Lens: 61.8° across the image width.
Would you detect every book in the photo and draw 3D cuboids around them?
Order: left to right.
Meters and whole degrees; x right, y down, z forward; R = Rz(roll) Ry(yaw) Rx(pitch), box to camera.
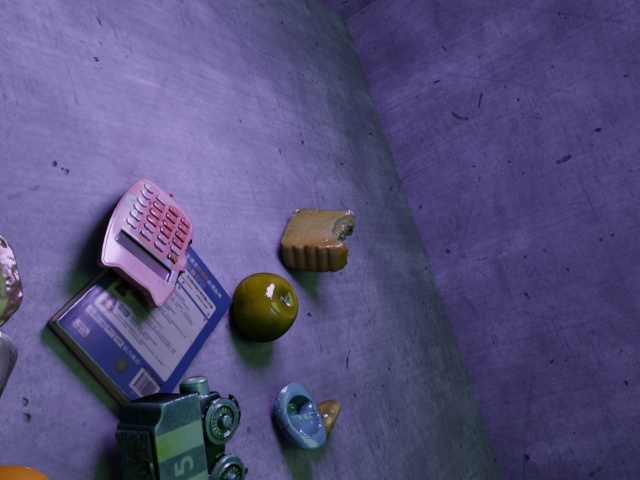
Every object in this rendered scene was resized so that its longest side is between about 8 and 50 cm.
[{"bbox_3d":[-0.380,0.162,1.237,0.300,0.039,0.428,57,31,-18],"label":"book"}]

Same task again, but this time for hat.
[{"bbox_3d":[-0.065,0.494,1.487,0.138,0.078,0.190,-8,64,-47],"label":"hat"}]

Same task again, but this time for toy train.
[{"bbox_3d":[-0.278,0.433,1.073,0.238,0.167,0.298,-1,82,-54],"label":"toy train"}]

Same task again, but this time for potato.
[{"bbox_3d":[0.010,0.522,1.579,0.070,0.092,0.138,44,34,-12],"label":"potato"}]

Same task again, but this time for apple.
[{"bbox_3d":[-0.150,0.184,1.488,0.196,0.157,0.196,31,47,-39],"label":"apple"}]

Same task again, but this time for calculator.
[{"bbox_3d":[-0.396,-0.006,1.248,0.220,0.048,0.329,47,31,-30],"label":"calculator"}]

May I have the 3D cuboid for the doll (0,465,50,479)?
[{"bbox_3d":[-0.452,0.449,0.765,0.213,0.214,0.236,-75,148,-48],"label":"doll"}]

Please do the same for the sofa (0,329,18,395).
[{"bbox_3d":[-0.595,0.212,0.783,0.226,0.176,0.210,18,59,-19],"label":"sofa"}]

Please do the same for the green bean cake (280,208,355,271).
[{"bbox_3d":[0.000,0.000,1.801,0.236,0.233,0.124,-70,158,-52],"label":"green bean cake"}]

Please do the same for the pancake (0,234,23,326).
[{"bbox_3d":[-0.622,0.056,0.907,0.236,0.042,0.222,53,35,-27],"label":"pancake"}]
